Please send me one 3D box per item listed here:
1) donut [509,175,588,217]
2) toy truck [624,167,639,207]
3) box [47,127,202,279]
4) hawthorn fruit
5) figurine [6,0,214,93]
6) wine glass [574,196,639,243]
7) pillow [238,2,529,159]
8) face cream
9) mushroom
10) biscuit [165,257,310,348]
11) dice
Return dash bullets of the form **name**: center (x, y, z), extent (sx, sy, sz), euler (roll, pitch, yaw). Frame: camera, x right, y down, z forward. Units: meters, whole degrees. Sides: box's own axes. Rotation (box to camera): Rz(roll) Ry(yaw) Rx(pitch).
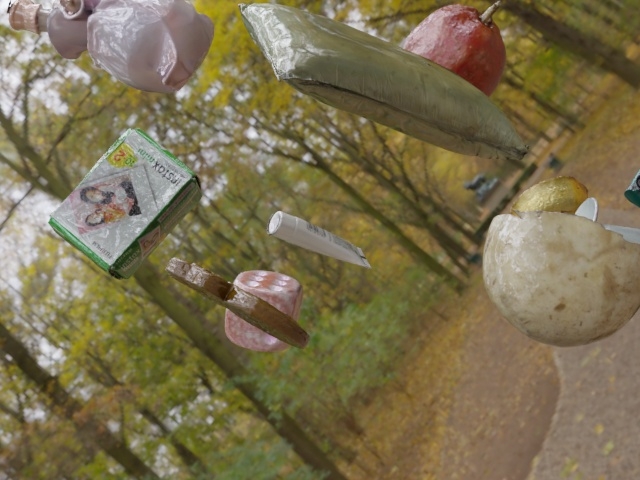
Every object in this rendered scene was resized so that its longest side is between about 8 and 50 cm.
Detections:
- **donut**: center (0.489, -0.054, 1.775), extent (0.174, 0.074, 0.190), euler (-21, -30, 10)
- **toy truck**: center (0.673, -0.122, 1.525), extent (0.114, 0.124, 0.253), euler (-49, 19, -29)
- **box**: center (-0.357, -0.068, 1.571), extent (0.250, 0.180, 0.103), euler (-51, -12, -11)
- **hawthorn fruit**: center (0.278, -0.374, 1.691), extent (0.253, 0.205, 0.205), euler (-45, -4, 23)
- **figurine**: center (-0.265, -0.276, 1.083), extent (0.133, 0.276, 0.200), euler (-55, -19, -39)
- **wine glass**: center (0.571, 0.010, 1.581), extent (0.165, 0.197, 0.164), euler (-157, 90, -86)
- **pillow**: center (0.068, -0.164, 0.885), extent (0.075, 0.302, 0.185), euler (-63, 31, 24)
- **face cream**: center (0.000, 0.000, 1.857), extent (0.058, 0.244, 0.092), euler (-59, 26, 19)
- **mushroom**: center (0.363, 0.069, 1.299), extent (0.195, 0.254, 0.189), euler (109, 178, -77)
- **biscuit**: center (-0.087, 0.066, 0.924), extent (0.026, 0.175, 0.124), euler (-60, -1, -12)
- **dice**: center (-0.077, 0.097, 1.177), extent (0.093, 0.094, 0.091), euler (-60, -22, -73)
